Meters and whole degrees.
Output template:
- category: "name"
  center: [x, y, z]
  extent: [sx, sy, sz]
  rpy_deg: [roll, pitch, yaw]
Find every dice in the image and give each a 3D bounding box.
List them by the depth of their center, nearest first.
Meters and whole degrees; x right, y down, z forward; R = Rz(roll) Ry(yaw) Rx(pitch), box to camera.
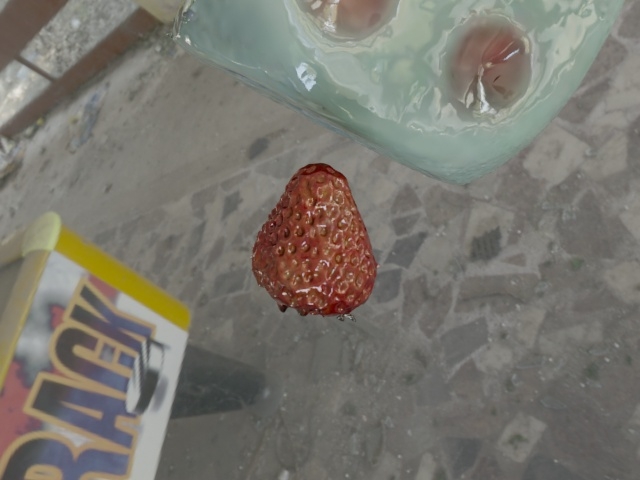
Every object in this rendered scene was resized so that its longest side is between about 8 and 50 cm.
- category: "dice"
  center: [0.054, -0.216, 0.494]
  extent: [0.268, 0.262, 0.264]
  rpy_deg: [-64, 22, 7]

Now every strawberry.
- category: "strawberry"
  center: [0.000, 0.000, 0.337]
  extent: [0.073, 0.073, 0.083]
  rpy_deg: [48, 128, 52]
